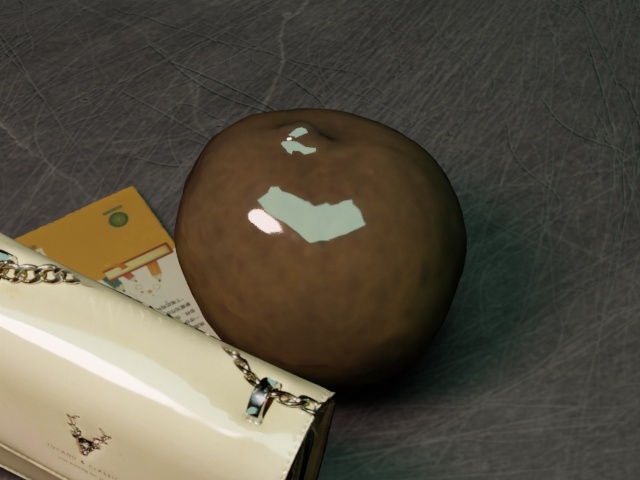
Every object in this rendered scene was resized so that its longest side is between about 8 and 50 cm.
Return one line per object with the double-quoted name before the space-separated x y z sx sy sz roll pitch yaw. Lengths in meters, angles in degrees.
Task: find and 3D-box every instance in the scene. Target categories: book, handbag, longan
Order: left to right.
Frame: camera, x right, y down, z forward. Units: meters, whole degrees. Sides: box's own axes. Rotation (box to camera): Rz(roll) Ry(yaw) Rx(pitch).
"book" -0.225 0.076 1.469 0.208 0.020 0.295 -25 53 -19
"handbag" -0.177 0.151 1.232 0.358 0.236 0.160 25 51 10
"longan" -0.003 0.002 1.361 0.297 0.297 0.297 -1 49 1
